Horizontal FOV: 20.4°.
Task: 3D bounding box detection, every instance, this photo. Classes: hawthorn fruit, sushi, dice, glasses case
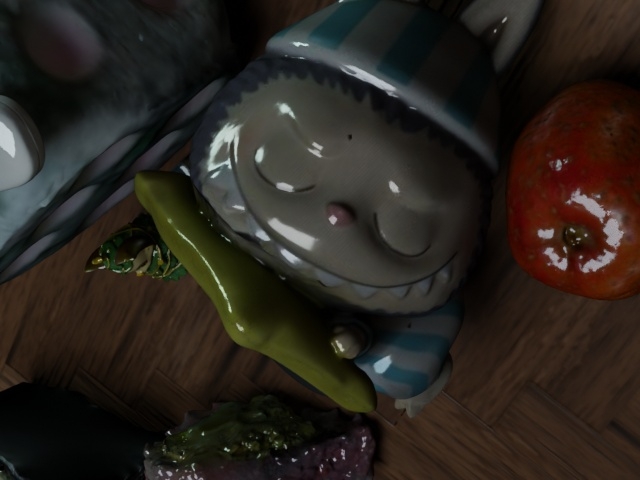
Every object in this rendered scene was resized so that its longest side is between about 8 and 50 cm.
[{"bbox_3d":[0.230,-0.036,1.430,0.189,0.189,0.189,18,128,25],"label":"hawthorn fruit"},{"bbox_3d":[-0.075,0.236,1.841,0.241,0.161,0.107,5,120,34],"label":"sushi"},{"bbox_3d":[-0.308,0.301,1.976,0.227,0.215,0.212,16,106,22],"label":"sushi"},{"bbox_3d":[-0.301,-0.166,1.614,0.348,0.330,0.328,46,135,-2],"label":"dice"},{"bbox_3d":[-0.298,-0.070,1.413,0.193,0.049,0.074,-7,116,37],"label":"glasses case"}]

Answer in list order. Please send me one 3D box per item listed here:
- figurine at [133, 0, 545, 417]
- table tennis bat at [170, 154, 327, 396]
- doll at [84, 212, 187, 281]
[{"bbox_3d":[0.085,-0.059,1.477,0.377,0.361,0.266,-45,60,8],"label":"figurine"},{"bbox_3d":[-0.044,0.038,1.782,0.301,0.022,0.173,48,133,-1],"label":"table tennis bat"},{"bbox_3d":[-0.188,-0.001,1.806,0.078,0.113,0.076,-13,75,41],"label":"doll"}]
